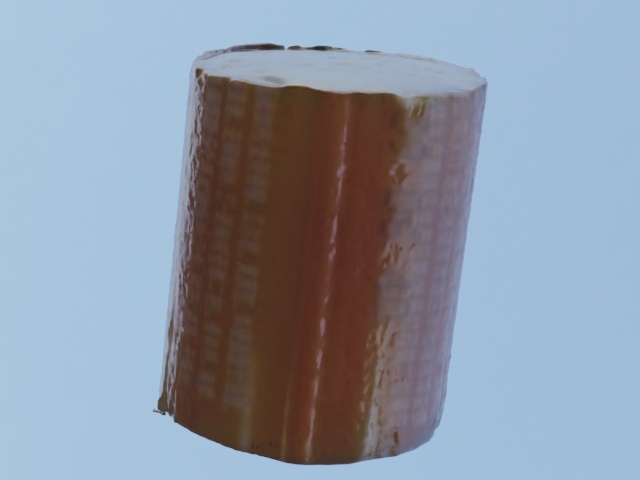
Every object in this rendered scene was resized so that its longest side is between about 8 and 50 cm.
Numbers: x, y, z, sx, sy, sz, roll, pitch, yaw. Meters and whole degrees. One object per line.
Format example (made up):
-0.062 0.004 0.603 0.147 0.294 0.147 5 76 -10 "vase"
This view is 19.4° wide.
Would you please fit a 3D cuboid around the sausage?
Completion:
0.000 0.000 1.451 0.233 0.233 0.287 20 -70 39 "sausage"
